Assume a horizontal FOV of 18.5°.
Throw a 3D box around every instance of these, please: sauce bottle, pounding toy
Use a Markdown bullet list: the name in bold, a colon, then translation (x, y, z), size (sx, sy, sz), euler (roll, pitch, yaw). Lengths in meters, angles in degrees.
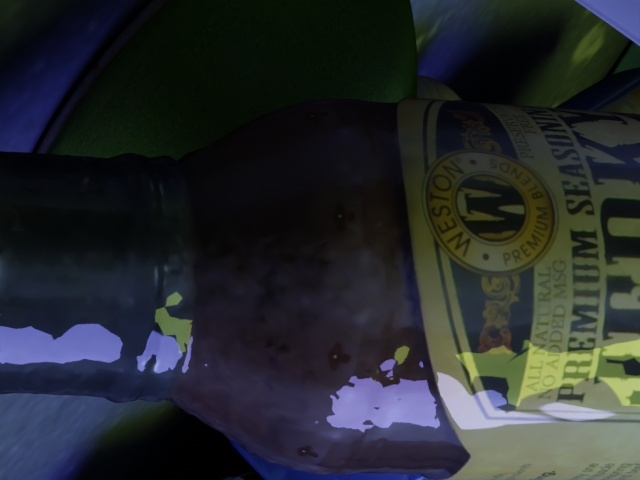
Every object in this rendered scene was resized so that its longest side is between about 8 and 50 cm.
- **sauce bottle**: translation (0.045, 0.016, 0.555), size (0.344, 0.111, 0.111), euler (1, 138, -19)
- **pounding toy**: translation (0.000, 0.000, 0.681), size (0.183, 0.110, 0.237), euler (-50, 162, -2)

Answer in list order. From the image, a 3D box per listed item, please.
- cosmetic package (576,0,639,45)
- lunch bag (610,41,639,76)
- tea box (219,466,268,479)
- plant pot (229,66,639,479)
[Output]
- **cosmetic package**: translation (0.142, -0.136, 0.564), size (0.224, 0.225, 0.138), euler (-22, 144, -57)
- **lunch bag**: translation (0.229, 0.019, 1.096), size (0.262, 0.223, 0.160), euler (-55, 156, 19)
- **tea box**: translation (-0.027, 0.278, 0.939), size (0.329, 0.220, 0.323), euler (-49, 163, 22)
- **plant pot**: translation (0.138, 0.062, 0.882), size (0.212, 0.236, 0.236), euler (-53, 170, 24)
